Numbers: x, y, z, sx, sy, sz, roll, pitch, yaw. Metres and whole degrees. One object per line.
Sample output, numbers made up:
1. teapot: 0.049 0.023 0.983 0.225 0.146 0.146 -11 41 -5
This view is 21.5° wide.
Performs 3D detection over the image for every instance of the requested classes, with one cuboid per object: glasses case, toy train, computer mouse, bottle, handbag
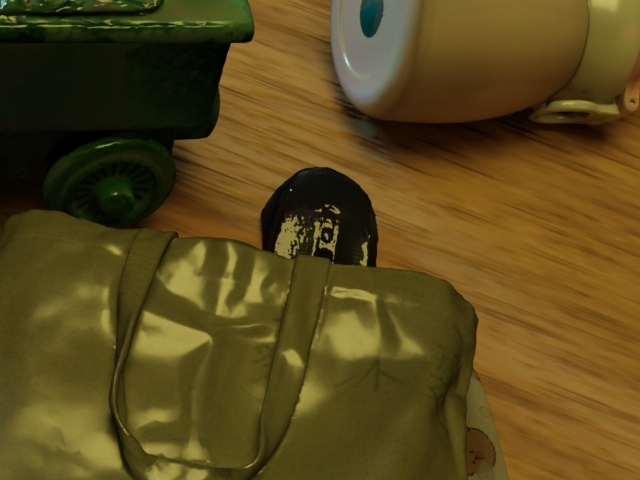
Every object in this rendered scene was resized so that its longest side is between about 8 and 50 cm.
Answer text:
1. glasses case: 0.074 0.134 0.975 0.063 0.041 0.164 1 51 -14
2. toy train: -0.181 -0.103 1.001 0.266 0.202 0.145 -3 50 -20
3. computer mouse: 0.000 0.000 1.065 0.079 0.047 0.135 12 51 -4
4. bottle: 0.139 -0.152 1.171 0.236 0.147 0.148 1 50 -23
5. handbag: -0.071 0.112 0.911 0.315 0.109 0.253 10 54 0
